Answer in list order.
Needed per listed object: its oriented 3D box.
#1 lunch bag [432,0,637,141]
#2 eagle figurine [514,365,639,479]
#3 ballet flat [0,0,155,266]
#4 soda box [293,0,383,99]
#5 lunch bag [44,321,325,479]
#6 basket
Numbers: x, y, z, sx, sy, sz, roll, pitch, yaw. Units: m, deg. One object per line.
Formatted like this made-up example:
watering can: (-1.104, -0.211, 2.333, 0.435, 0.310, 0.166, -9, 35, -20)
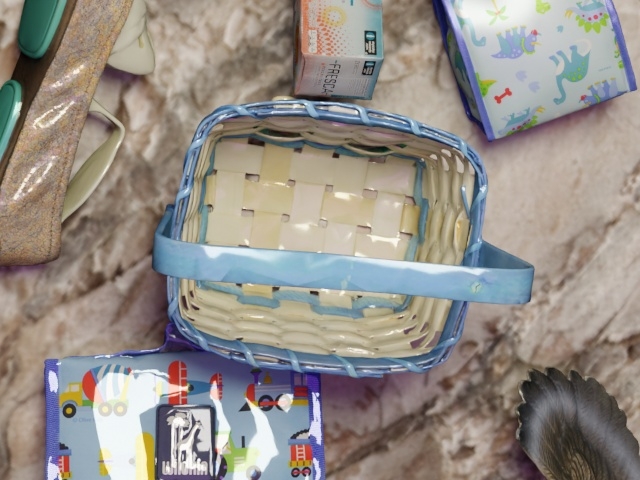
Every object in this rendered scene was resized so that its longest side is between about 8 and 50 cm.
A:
lunch bag: (0.159, -0.172, 1.288, 0.129, 0.096, 0.151, -21, 112, -2)
eagle figurine: (0.220, 0.275, 1.358, 0.298, 0.225, 0.226, 42, 50, 17)
ballet flat: (-0.190, -0.123, 1.270, 0.106, 0.107, 0.316, 17, 104, -29)
soda box: (0.012, -0.197, 1.238, 0.063, 0.058, 0.183, 3, 63, -6)
lunch bag: (-0.105, 0.210, 1.333, 0.221, 0.138, 0.293, -2, 89, -5)
basket: (0.000, 0.000, 1.204, 0.254, 0.289, 0.201, 7, 102, -9)
